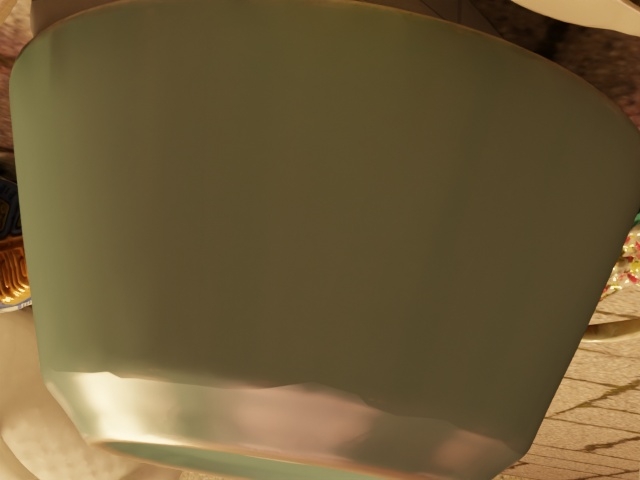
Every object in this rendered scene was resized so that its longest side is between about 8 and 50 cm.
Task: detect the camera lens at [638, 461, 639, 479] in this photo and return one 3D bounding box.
[{"bbox_3d":[0.308,0.127,0.626,0.219,0.274,0.219,8,164,2],"label":"camera lens"}]

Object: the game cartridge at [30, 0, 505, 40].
[{"bbox_3d":[0.015,-0.061,0.549,0.196,0.060,0.294,-4,160,25],"label":"game cartridge"}]

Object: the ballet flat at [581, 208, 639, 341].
[{"bbox_3d":[0.194,0.012,0.595,0.091,0.077,0.241,-23,174,-34],"label":"ballet flat"}]

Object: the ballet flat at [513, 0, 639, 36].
[{"bbox_3d":[0.123,-0.097,0.319,0.231,0.077,0.077,9,163,-1],"label":"ballet flat"}]

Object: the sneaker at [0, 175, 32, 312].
[{"bbox_3d":[-0.266,0.006,0.877,0.131,0.111,0.296,0,175,-42],"label":"sneaker"}]

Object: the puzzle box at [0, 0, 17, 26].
[{"bbox_3d":[-0.345,-0.097,0.354,0.409,0.052,0.272,22,124,-37],"label":"puzzle box"}]

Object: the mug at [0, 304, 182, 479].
[{"bbox_3d":[-0.345,0.234,1.254,0.328,0.276,0.374,37,-179,-41],"label":"mug"}]

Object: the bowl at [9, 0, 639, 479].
[{"bbox_3d":[-0.008,0.031,0.494,0.312,0.163,0.311,7,162,2],"label":"bowl"}]
